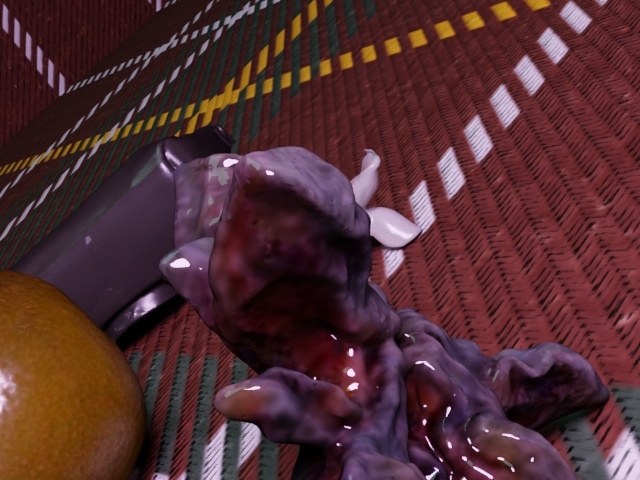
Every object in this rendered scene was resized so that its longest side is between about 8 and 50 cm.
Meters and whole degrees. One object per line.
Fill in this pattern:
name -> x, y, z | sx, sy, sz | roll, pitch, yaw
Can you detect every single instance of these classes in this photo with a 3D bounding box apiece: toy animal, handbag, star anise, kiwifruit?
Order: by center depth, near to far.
star anise -> 0.017, 0.053, 0.438 | 0.129, 0.212, 0.283 | -50, 14, 4
kiwifruit -> -0.226, 0.135, 0.642 | 0.234, 0.196, 0.196 | -48, 23, -10
toy animal -> -0.003, -0.001, 0.729 | 0.124, 0.071, 0.085 | -42, 21, -12
handbag -> -0.194, 0.006, 0.957 | 0.285, 0.113, 0.257 | -40, 15, 12
